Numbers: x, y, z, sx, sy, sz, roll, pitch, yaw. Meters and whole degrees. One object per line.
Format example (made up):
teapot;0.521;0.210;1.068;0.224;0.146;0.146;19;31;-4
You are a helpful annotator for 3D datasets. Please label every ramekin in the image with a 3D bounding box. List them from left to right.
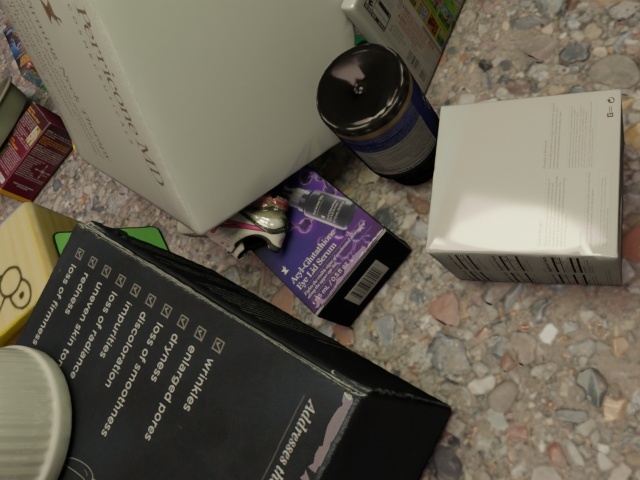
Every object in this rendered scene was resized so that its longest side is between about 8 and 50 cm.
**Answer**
ramekin;-0.393;0.216;0.666;0.207;0.109;0.207;-9;70;26

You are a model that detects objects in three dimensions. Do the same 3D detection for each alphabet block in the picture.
alphabet block;-0.479;0.083;1.051;0.192;0.193;0.197;-39;59;13

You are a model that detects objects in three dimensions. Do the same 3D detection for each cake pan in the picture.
cake pan;-0.759;-0.237;1.338;0.293;0.054;0.293;-29;42;31

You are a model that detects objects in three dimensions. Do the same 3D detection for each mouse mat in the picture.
mouse mat;-0.341;0.035;1.010;0.152;0.190;0.007;57;135;30

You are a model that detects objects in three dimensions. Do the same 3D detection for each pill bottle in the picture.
pill bottle;0.093;-0.156;0.807;0.123;0.219;0.122;-9;70;25

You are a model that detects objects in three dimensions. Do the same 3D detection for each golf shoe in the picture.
golf shoe;-0.133;-0.016;0.845;0.186;0.067;0.086;-5;74;28

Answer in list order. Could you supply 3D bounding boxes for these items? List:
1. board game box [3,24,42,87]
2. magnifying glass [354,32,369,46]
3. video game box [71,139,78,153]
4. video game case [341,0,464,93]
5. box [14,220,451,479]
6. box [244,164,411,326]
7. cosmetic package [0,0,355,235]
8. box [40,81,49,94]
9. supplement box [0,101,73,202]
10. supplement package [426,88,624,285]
board game box;-0.659;-0.470;1.414;0.194;0.060;0.194;-28;63;17
magnifying glass;0.070;-0.311;0.991;0.092;0.026;0.231;10;76;30
video game box;-0.448;-0.303;1.252;0.205;0.048;0.187;-33;58;15
video game case;0.132;-0.352;0.849;0.026;0.227;0.206;19;83;38
box;-0.176;0.299;0.752;0.472;0.297;0.480;25;87;35
box;0.000;0.000;0.871;0.207;0.108;0.153;40;95;32
cosmetic package;-0.198;-0.278;0.847;0.327;0.329;0.394;-37;42;-25
box;-0.543;-0.390;1.303;0.105;0.043;0.179;-31;34;15
supplement box;-0.626;-0.188;1.287;0.188;0.081;0.104;-50;57;5
supplement package;0.256;-0.055;0.727;0.203;0.149;0.194;1;74;29
